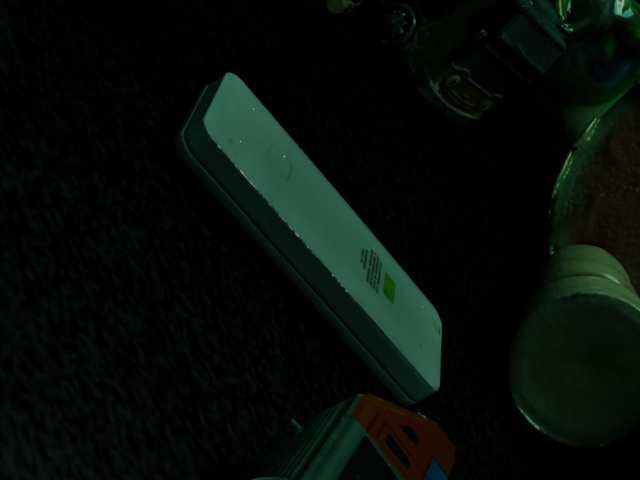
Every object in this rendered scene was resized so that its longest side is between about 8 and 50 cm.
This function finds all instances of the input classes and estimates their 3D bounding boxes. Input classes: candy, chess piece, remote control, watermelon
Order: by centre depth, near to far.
[{"bbox_3d":[0.000,0.000,0.765,0.250,0.034,0.103,48,25,-20],"label":"remote control"},{"bbox_3d":[0.245,0.080,1.052,0.143,0.143,0.261,55,16,-6],"label":"chess piece"},{"bbox_3d":[0.350,0.028,1.251,0.292,0.222,0.319,42,-39,52],"label":"watermelon"},{"bbox_3d":[0.350,-0.221,1.443,0.398,0.263,0.172,53,11,-10],"label":"candy"}]

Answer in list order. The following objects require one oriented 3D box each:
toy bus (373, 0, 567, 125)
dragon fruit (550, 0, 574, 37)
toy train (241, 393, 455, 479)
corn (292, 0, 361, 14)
[{"bbox_3d":[0.136,-0.279,1.214,0.138,0.167,0.275,22,42,-55],"label":"toy bus"},{"bbox_3d":[0.271,-0.354,1.285,0.135,0.137,0.236,-112,179,-83],"label":"dragon fruit"},{"bbox_3d":[-0.031,0.158,0.443,0.089,0.086,0.409,54,24,-3],"label":"toy train"},{"bbox_3d":[-0.012,-0.302,1.042,0.097,0.097,0.261,33,32,-44],"label":"corn"}]
